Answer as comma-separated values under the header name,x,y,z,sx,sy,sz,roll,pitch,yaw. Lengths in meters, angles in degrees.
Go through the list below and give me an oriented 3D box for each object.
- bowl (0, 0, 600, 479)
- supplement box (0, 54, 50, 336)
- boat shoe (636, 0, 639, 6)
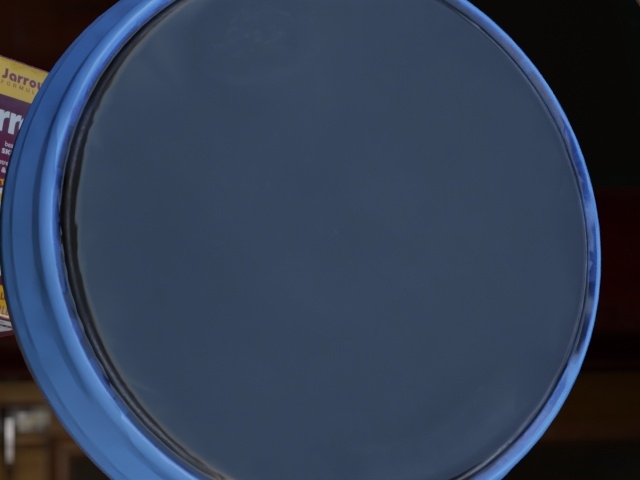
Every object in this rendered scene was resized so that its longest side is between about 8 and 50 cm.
name,x,y,z,sx,sy,sz,roll,pitch,yaw
bowl,0.000,0.000,1.226,0.077,0.391,0.391,154,-64,-67
supplement box,-0.245,-0.034,1.417,0.081,0.104,0.188,-10,-111,50
boat shoe,0.306,-0.228,1.627,0.324,0.116,0.097,32,56,-45
